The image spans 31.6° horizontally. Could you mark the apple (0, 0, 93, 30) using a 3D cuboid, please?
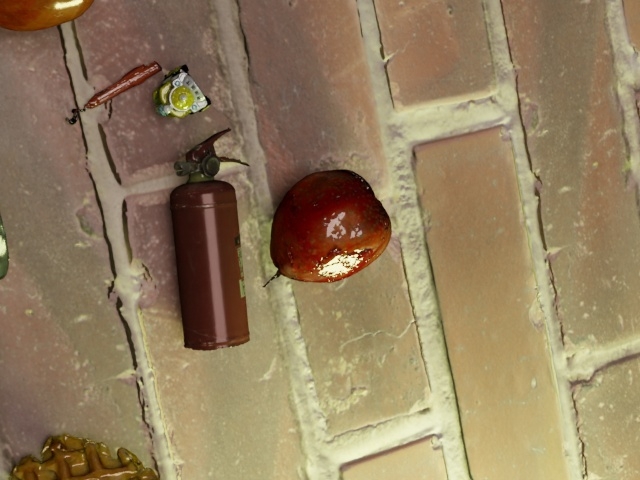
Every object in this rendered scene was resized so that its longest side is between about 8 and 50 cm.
[{"bbox_3d":[-0.402,-0.402,1.573,0.233,0.234,0.234,-1,93,-23],"label":"apple"}]

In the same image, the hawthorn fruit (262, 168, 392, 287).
[{"bbox_3d":[0.000,0.000,1.795,0.235,0.181,0.181,-44,108,-5],"label":"hawthorn fruit"}]

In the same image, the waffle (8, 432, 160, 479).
[{"bbox_3d":[-0.360,0.437,1.625,0.302,0.068,0.325,25,56,11],"label":"waffle"}]

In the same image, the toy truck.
[{"bbox_3d":[-0.218,-0.217,1.718,0.077,0.111,0.076,-38,105,-11],"label":"toy truck"}]

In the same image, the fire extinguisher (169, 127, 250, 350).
[{"bbox_3d":[-0.161,-0.006,1.763,0.147,0.106,0.337,-9,97,-47],"label":"fire extinguisher"}]

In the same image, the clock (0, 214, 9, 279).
[{"bbox_3d":[-0.506,-0.083,1.489,0.067,0.325,0.325,-24,102,-26],"label":"clock"}]

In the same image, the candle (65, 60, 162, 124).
[{"bbox_3d":[-0.317,-0.227,1.723,0.167,0.021,0.026,-34,79,-16],"label":"candle"}]
